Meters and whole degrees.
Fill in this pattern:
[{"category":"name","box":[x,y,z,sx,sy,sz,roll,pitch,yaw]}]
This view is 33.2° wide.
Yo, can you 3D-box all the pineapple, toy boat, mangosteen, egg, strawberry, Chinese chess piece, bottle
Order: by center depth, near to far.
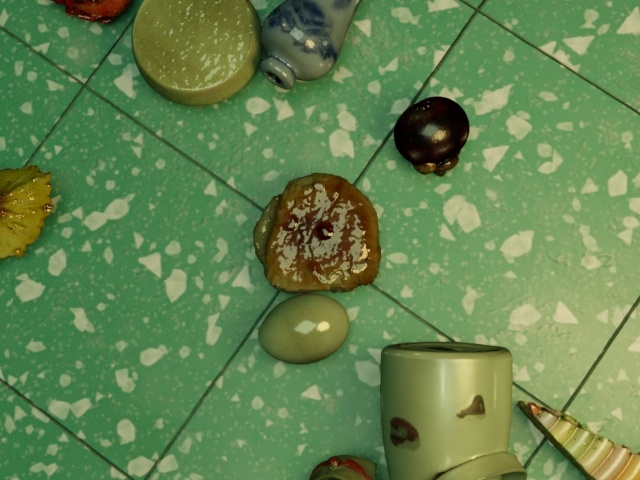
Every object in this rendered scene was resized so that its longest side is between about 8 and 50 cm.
[{"category":"bottle","box":[0.199,0.338,1.666,0.229,0.229,0.352,1,88,5]},{"category":"toy boat","box":[0.039,0.389,1.726,0.185,0.089,0.071,-13,40,41]},{"category":"egg","box":[-0.027,0.146,1.760,0.152,0.114,0.114,-13,81,4]},{"category":"mangosteen","box":[0.189,-0.168,1.793,0.140,0.140,0.140,-1,82,5]},{"category":"pineapple","box":[-0.576,-0.044,1.855,0.250,0.140,0.164,-31,39,-15]},{"category":"Chinese chess piece","box":[-0.209,-0.348,1.858,0.237,0.092,0.238,-1,82,6]},{"category":"strawberry","box":[-0.414,-0.448,1.905,0.188,0.082,0.121,12,63,16]}]

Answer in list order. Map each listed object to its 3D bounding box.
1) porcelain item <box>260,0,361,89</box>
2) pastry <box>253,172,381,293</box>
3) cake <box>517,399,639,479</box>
[{"category":"porcelain item","box":[-0.007,-0.374,1.828,0.141,0.141,0.259,33,75,9]},{"category":"pastry","box":[0.000,0.000,1.786,0.229,0.100,0.218,34,86,10]},{"category":"cake","box":[0.406,0.334,1.698,0.225,0.109,0.090,28,86,8]}]
